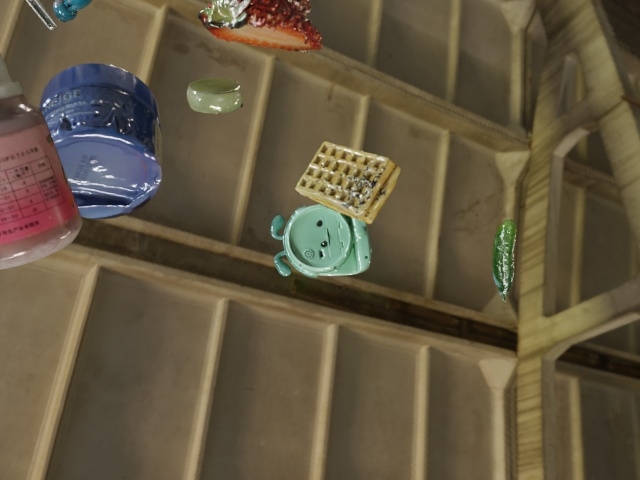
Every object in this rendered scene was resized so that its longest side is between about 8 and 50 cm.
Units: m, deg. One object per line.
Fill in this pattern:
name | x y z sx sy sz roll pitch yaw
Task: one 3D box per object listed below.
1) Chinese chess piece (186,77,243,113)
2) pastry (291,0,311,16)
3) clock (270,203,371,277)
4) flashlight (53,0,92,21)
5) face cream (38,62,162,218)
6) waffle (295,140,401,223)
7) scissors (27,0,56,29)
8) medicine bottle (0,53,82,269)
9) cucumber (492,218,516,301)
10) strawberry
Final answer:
Chinese chess piece | -0.272 -0.374 1.519 0.144 0.058 0.144 1 -148 -1
pastry | -0.090 -0.731 1.878 0.115 0.208 0.097 33 -150 35
clock | 0.000 0.000 1.116 0.189 0.060 0.148 -10 -97 3
flashlight | -0.514 -0.509 1.244 0.051 0.129 0.051 38 -138 -46
face cream | -0.454 -0.201 1.212 0.249 0.249 0.225 9 -137 -29
waffle | 0.041 -0.092 0.895 0.102 0.148 0.042 -57 -43 -8
scissors | -0.610 -0.517 1.209 0.176 0.022 0.085 56 -166 -20
medicine bottle | -0.381 -0.098 0.676 0.147 0.147 0.246 -30 -64 -41
cucumber | 0.308 0.034 0.991 0.037 0.037 0.154 -30 -55 -41
strawberry | -0.135 -0.556 1.461 0.307 0.234 0.137 -4 -79 -47
